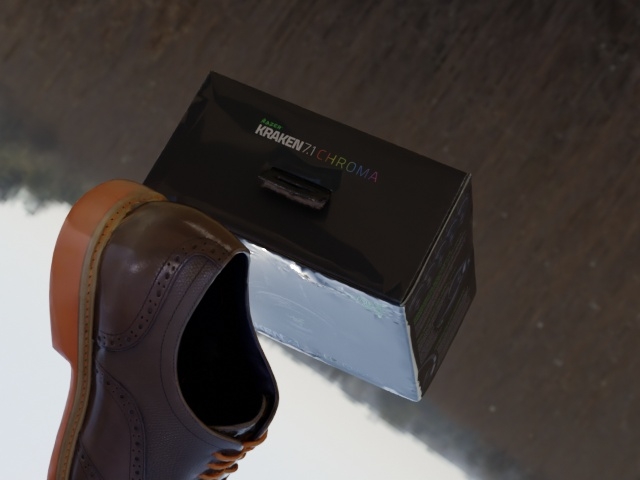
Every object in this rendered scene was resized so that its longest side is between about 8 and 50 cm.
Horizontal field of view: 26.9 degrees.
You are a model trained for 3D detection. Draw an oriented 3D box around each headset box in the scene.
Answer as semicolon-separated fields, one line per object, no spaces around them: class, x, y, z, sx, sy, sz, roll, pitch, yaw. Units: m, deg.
headset box;0.000;0.000;1.176;0.246;0.131;0.283;24;162;15

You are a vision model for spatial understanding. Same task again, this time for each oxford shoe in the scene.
oxford shoe;-0.104;0.143;0.931;0.133;0.130;0.363;19;125;30
